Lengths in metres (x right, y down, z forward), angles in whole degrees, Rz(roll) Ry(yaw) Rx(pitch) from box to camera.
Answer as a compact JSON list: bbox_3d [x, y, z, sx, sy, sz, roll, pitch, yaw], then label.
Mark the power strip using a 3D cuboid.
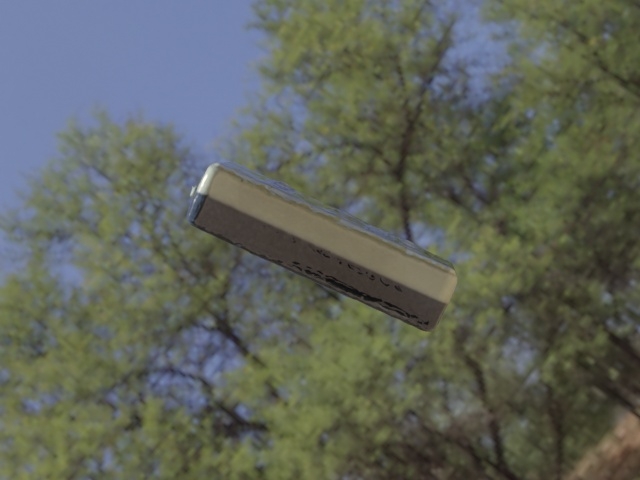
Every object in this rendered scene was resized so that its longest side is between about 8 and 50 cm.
[{"bbox_3d":[0.000,0.000,1.240,0.105,0.257,0.070,-39,-28,-86],"label":"power strip"}]
